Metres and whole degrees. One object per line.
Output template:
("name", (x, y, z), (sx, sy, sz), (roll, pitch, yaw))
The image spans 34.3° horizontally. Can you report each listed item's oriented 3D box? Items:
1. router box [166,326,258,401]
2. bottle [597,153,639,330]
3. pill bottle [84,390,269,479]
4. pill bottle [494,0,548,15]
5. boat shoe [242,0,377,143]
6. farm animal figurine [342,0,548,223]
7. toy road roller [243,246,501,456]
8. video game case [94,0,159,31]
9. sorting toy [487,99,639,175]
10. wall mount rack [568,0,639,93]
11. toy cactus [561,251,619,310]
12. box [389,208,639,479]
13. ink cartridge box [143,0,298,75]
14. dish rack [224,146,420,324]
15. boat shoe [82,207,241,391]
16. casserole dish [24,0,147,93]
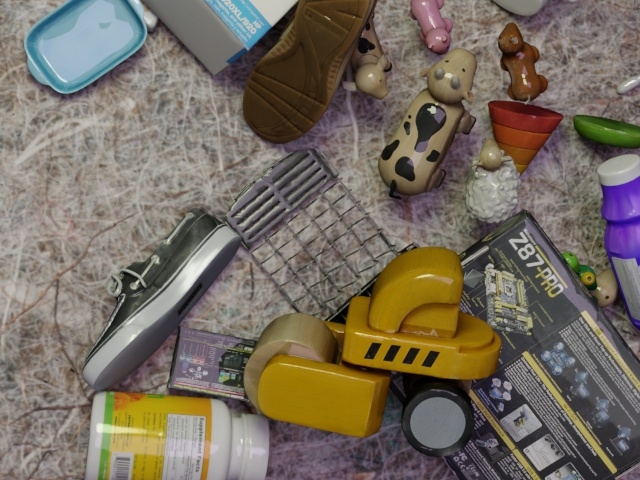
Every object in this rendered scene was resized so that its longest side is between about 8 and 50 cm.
("router box", (-0.157, 0.182, 1.521), (0.122, 0.038, 0.092), (12, 82, -10))
("bottle", (0.501, 0.006, 1.598), (0.118, 0.092, 0.283), (-30, 110, -18))
("pill bottle", (-0.201, 0.287, 1.452), (0.245, 0.136, 0.136), (6, 83, -12))
("pill bottle", (0.378, -0.501, 1.641), (0.161, 0.161, 0.283), (42, 78, -6))
("boat shoe", (-0.003, -0.278, 1.484), (0.123, 0.342, 0.123), (34, 45, 3))
("farm animal figurine", (0.154, -0.210, 1.522), (0.330, 0.172, 0.327), (14, 97, 16))
("toy road roller", (0.076, 0.125, 1.390), (0.329, 0.202, 0.240), (8, 103, 3))
("video game case", (-0.322, -0.523, 1.554), (0.300, 0.036, 0.329), (24, 80, -9))
("sorting toy", (0.433, -0.134, 1.661), (0.365, 0.127, 0.126), (8, 106, -9))
("wall mount rack", (0.563, -0.412, 1.654), (0.304, 0.130, 0.350), (-52, 125, -16))
("toy cactus", (0.415, 0.105, 1.622), (0.180, 0.112, 0.219), (-37, 107, -42))
("box", (0.289, 0.203, 1.525), (0.318, 0.097, 0.395), (-37, 92, 16))
("ink cartridge box", (-0.111, -0.390, 1.499), (0.168, 0.171, 0.233), (46, 71, -13))
("dish rack", (0.000, 0.000, 1.556), (0.208, 0.074, 0.271), (-40, 94, -14))
("boat shoe", (-0.245, 0.074, 1.468), (0.105, 0.113, 0.306), (35, 70, 12))
("casserole dish", (-0.340, -0.296, 1.511), (0.188, 0.037, 0.114), (-35, 101, 0))
